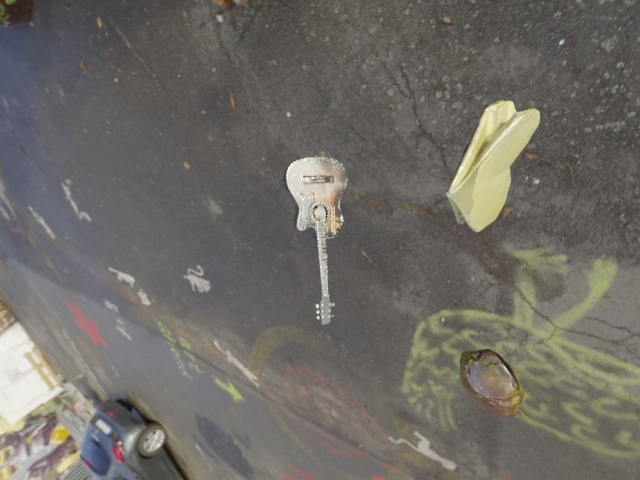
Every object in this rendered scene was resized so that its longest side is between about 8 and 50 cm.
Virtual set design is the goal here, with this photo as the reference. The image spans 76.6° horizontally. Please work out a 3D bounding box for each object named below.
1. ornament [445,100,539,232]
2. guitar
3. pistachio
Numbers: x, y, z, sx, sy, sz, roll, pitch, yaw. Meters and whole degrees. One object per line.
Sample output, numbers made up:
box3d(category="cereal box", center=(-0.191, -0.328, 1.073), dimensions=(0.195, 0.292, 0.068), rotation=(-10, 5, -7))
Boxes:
box3d(category="ornament", center=(0.241, -0.095, 0.608), dimensions=(0.059, 0.180, 0.201), rotation=(34, 136, 35))
box3d(category="guitar", center=(0.000, 0.000, 0.560), dimensions=(0.025, 0.088, 0.233), rotation=(179, 86, -73))
box3d(category="pistachio", center=(0.216, 0.191, 0.538), dimensions=(0.089, 0.049, 0.173), rotation=(57, 175, 40))
